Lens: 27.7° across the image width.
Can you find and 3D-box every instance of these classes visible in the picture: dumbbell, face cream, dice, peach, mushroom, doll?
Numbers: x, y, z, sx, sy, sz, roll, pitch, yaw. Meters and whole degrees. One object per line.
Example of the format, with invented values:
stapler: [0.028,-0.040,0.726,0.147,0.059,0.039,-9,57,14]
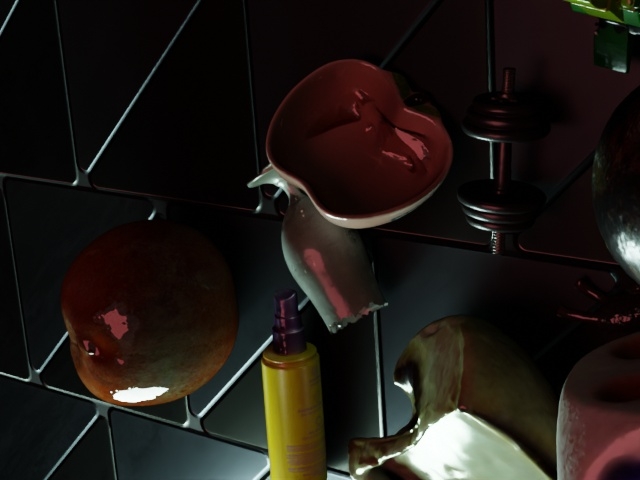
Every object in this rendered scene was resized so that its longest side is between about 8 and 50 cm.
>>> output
dumbbell: [0.199,-0.085,1.410,0.099,0.099,0.209,15,115,34]
face cream: [-0.037,0.197,1.716,0.078,0.078,0.273,10,112,36]
dice: [0.376,0.226,1.241,0.251,0.259,0.243,-8,100,22]
peach: [-0.232,0.100,1.736,0.252,0.252,0.253,15,115,34]
mushroom: [0.189,0.218,1.513,0.217,0.212,0.292,25,136,-15]
doll: [0.337,0.110,1.403,0.165,0.057,0.139,7,107,32]
doll: [0.275,-0.254,1.242,0.106,0.186,0.134,24,91,31]

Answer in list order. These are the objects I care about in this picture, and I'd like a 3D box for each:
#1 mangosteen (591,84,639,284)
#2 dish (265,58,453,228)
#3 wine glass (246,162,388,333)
mangosteen: [0.387,-0.060,1.170,0.288,0.288,0.288,15,115,34]
dish: [0.046,-0.098,1.509,0.213,0.213,0.090,44,161,18]
wine glass: [0.000,0.000,1.602,0.103,0.103,0.222,-30,86,41]
